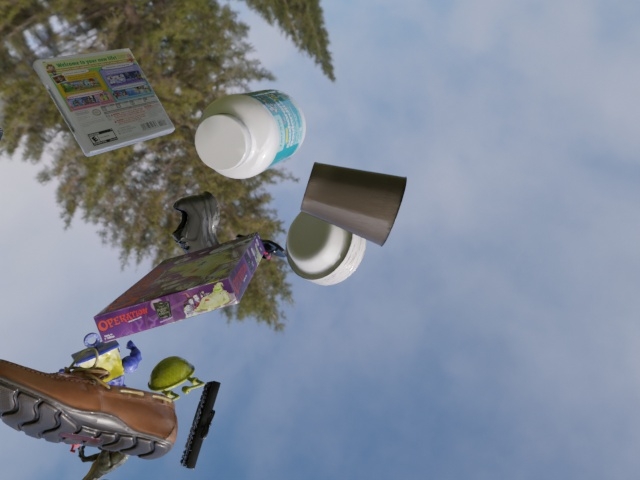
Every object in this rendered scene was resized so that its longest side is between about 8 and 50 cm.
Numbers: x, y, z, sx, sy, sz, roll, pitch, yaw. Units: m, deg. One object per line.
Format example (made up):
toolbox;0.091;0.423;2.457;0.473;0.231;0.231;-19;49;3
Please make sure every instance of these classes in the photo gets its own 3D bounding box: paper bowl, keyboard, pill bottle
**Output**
paper bowl;0.000;0.000;1.941;0.284;0.148;0.284;-13;-113;34
keyboard;-0.254;0.386;1.220;0.108;0.023;0.180;-26;-135;58
pill bottle;-0.128;-0.195;1.050;0.146;0.146;0.264;-12;-166;19

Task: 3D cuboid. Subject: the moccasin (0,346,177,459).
moccasin;-0.442;0.297;1.090;0.139;0.380;0.146;-47;-146;32

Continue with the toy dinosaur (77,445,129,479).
toy dinosaur;-0.560;0.553;1.476;0.268;0.064;0.118;-42;-104;-4

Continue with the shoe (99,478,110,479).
shoe;-0.430;0.556;1.099;0.064;0.081;0.177;6;-130;-4

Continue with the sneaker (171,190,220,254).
sneaker;-0.344;0.010;1.612;0.130;0.286;0.109;-11;-177;-36

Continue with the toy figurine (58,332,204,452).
toy figurine;-0.493;0.316;1.408;0.363;0.217;0.191;-23;-166;-26

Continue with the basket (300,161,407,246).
basket;0.074;-0.102;1.439;0.227;0.204;0.154;16;-136;-1

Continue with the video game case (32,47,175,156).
video game case;-0.411;-0.274;1.122;0.023;0.193;0.212;-27;-176;41

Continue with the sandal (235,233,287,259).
sandal;-0.163;0.024;1.557;0.179;0.067;0.040;12;-121;35

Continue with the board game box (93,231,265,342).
board game box;-0.215;0.064;0.977;0.208;0.056;0.347;-21;-170;4

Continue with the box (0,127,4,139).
box;-0.601;-0.111;0.868;0.220;0.175;0.051;-61;177;11
